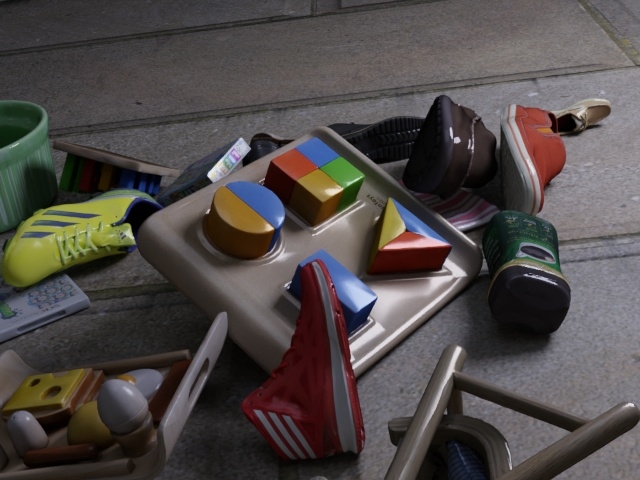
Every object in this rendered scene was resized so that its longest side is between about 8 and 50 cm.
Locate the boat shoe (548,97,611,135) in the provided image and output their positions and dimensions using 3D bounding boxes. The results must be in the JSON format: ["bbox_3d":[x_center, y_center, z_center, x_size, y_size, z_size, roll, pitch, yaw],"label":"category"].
[{"bbox_3d":[0.435,-0.205,1.650,0.135,0.050,0.045,-17,31,5],"label":"boat shoe"}]

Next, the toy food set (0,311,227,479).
[{"bbox_3d":[-0.268,0.170,1.065,0.306,0.092,0.219,-10,27,17],"label":"toy food set"}]

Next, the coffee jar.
[{"bbox_3d":[0.255,0.039,1.202,0.096,0.079,0.184,17,29,-3],"label":"coffee jar"}]

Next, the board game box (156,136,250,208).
[{"bbox_3d":[-0.191,-0.105,1.559,0.154,0.026,0.103,-20,26,48],"label":"board game box"}]

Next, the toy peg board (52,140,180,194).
[{"bbox_3d":[-0.346,-0.105,1.615,0.161,0.079,0.161,16,4,14],"label":"toy peg board"}]

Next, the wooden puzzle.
[{"bbox_3d":[0.000,0.000,1.213,0.322,0.080,0.348,41,51,18],"label":"wooden puzzle"}]

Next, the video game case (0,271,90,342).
[{"bbox_3d":[-0.424,0.084,1.376,0.143,0.019,0.157,-23,31,-26],"label":"video game case"}]

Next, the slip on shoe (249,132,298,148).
[{"bbox_3d":[-0.071,-0.163,1.717,0.135,0.051,0.041,7,-9,42],"label":"slip on shoe"}]

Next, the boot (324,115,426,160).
[{"bbox_3d":[0.090,-0.190,1.692,0.198,0.076,0.137,-11,23,-7],"label":"boot"}]

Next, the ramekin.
[{"bbox_3d":[-0.604,-0.118,1.661,0.304,0.148,0.303,-7,28,4],"label":"ramekin"}]

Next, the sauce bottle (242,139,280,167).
[{"bbox_3d":[-0.072,-0.059,1.447,0.111,0.111,0.344,-11,30,-5],"label":"sauce bottle"}]

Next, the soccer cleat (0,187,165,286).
[{"bbox_3d":[-0.342,-0.007,1.425,0.121,0.093,0.289,18,30,27],"label":"soccer cleat"}]

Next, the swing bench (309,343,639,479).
[{"bbox_3d":[0.097,0.256,0.671,0.165,0.253,0.255,15,35,37],"label":"swing bench"}]

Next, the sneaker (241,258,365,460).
[{"bbox_3d":[-0.032,0.129,1.040,0.128,0.087,0.221,-12,61,3],"label":"sneaker"}]

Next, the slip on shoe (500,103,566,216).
[{"bbox_3d":[0.325,-0.130,1.473,0.101,0.123,0.331,2,25,10],"label":"slip on shoe"}]

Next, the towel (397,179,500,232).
[{"bbox_3d":[0.158,-0.054,1.463,0.144,0.029,0.197,-21,31,-21],"label":"towel"}]

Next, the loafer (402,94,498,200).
[{"bbox_3d":[0.210,-0.140,1.426,0.130,0.133,0.366,24,20,1],"label":"loafer"}]
